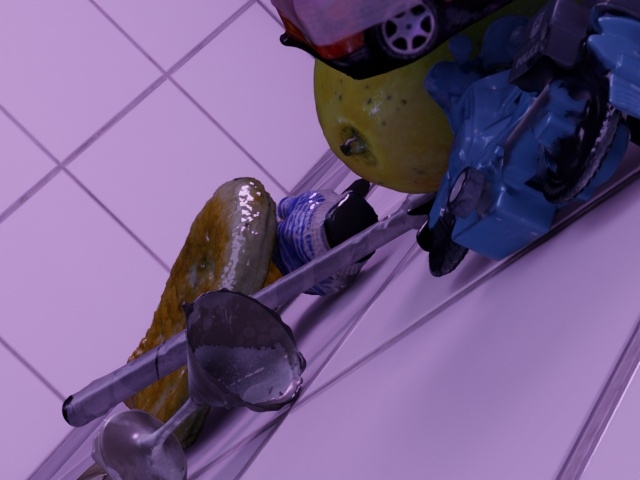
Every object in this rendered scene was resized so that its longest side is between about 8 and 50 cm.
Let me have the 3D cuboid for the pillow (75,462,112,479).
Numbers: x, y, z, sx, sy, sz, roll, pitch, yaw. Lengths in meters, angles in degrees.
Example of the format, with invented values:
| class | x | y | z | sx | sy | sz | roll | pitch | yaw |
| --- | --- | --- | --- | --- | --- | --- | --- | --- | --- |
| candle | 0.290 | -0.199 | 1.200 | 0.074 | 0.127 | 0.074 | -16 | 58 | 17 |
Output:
| class | x | y | z | sx | sy | sz | roll | pitch | yaw |
| --- | --- | --- | --- | --- | --- | --- | --- | --- | --- |
| pillow | -0.252 | 0.284 | 1.421 | 0.119 | 0.053 | 0.208 | -43 | 1 | -2 |

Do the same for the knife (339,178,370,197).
| class | x | y | z | sx | sy | sz | roll | pitch | yaw |
| --- | --- | --- | --- | --- | --- | --- | --- | --- | --- |
| knife | 0.085 | -0.102 | 2.005 | 0.060 | 0.028 | 0.230 | -30 | 8 | 26 |

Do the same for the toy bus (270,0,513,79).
| class | x | y | z | sx | sy | sz | roll | pitch | yaw |
| --- | --- | --- | --- | --- | --- | --- | --- | --- | --- |
| toy bus | 0.098 | -0.227 | 0.858 | 0.303 | 0.147 | 0.127 | -32 | 24 | -3 |

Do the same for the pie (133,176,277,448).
| class | x | y | z | sx | sy | sz | roll | pitch | yaw |
| --- | --- | --- | --- | --- | --- | --- | --- | --- | --- |
| pie | -0.124 | 0.094 | 1.382 | 0.323 | 0.071 | 0.323 | -161 | 90 | -74 |

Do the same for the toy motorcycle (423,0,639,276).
| class | x | y | z | sx | sy | sz | roll | pitch | yaw |
| --- | --- | --- | --- | --- | --- | --- | --- | --- | --- |
| toy motorcycle | 0.140 | -0.080 | 0.834 | 0.272 | 0.124 | 0.182 | 141 | 150 | -68 |

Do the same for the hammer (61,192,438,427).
| class | x | y | z | sx | sy | sz | roll | pitch | yaw |
| --- | --- | --- | --- | --- | --- | --- | --- | --- | --- |
| hammer | -0.052 | 0.055 | 1.196 | 0.427 | 0.044 | 0.152 | -31 | 11 | 10 |

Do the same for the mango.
| class | x | y | z | sx | sy | sz | roll | pitch | yaw |
| --- | --- | --- | --- | --- | --- | --- | --- | --- | --- |
| mango | 0.155 | -0.188 | 1.048 | 0.382 | 0.201 | 0.225 | -43 | -4 | -7 |

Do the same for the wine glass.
| class | x | y | z | sx | sy | sz | roll | pitch | yaw |
| --- | --- | --- | --- | --- | --- | --- | --- | --- | --- |
| wine glass | -0.110 | 0.136 | 1.112 | 0.183 | 0.122 | 0.122 | -44 | 5 | 35 |

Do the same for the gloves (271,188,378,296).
| class | x | y | z | sx | sy | sz | roll | pitch | yaw |
| --- | --- | --- | --- | --- | --- | --- | --- | --- | --- |
| gloves | -0.004 | 0.000 | 1.373 | 0.097 | 0.119 | 0.229 | -9 | -5 | -11 |

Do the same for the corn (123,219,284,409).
| class | x | y | z | sx | sy | sz | roll | pitch | yaw |
| --- | --- | --- | --- | --- | --- | --- | --- | --- | --- |
| corn | -0.133 | 0.092 | 1.661 | 0.322 | 0.119 | 0.119 | -50 | 6 | -10 |
